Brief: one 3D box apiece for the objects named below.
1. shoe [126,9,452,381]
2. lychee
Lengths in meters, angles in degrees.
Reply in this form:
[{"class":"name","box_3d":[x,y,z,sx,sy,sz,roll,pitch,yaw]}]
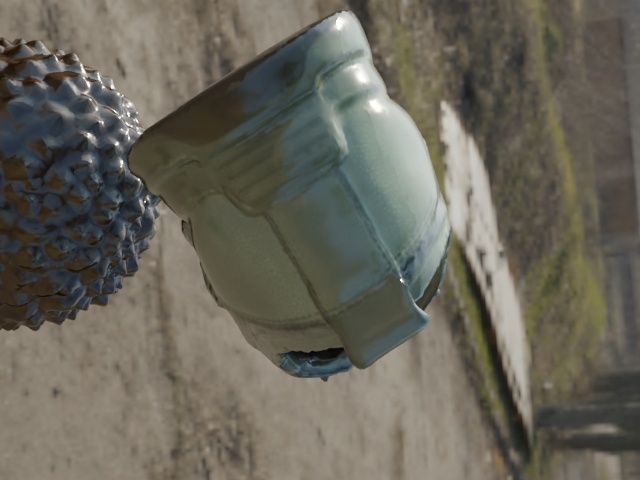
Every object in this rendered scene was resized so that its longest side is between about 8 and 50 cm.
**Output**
[{"class":"shoe","box_3d":[0.000,0.000,0.476,0.098,0.103,0.275,59,2,5]},{"class":"lychee","box_3d":[-0.217,-0.036,0.820,0.200,0.238,0.200,-7,90,-73]}]
